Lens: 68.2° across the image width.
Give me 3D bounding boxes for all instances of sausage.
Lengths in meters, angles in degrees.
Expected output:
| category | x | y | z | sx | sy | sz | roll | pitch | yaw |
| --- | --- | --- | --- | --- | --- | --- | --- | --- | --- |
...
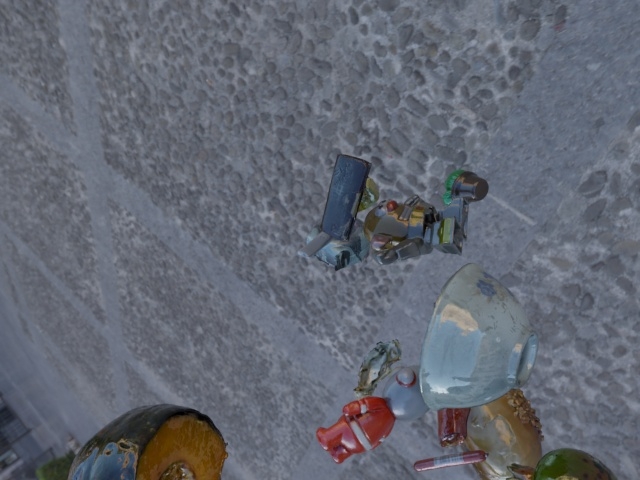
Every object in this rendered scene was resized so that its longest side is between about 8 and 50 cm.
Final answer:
| category | x | y | z | sx | sy | sz | roll | pitch | yaw |
| --- | --- | --- | --- | --- | --- | --- | --- | --- | --- |
| sausage | 0.363 | 0.625 | 1.337 | 0.253 | 0.034 | 0.034 | -30 | 95 | 36 |

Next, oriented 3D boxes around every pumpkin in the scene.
| category | x | y | z | sx | sy | sz | roll | pitch | yaw |
| --- | --- | --- | --- | --- | --- | --- | --- | --- | --- |
| pumpkin | -0.369 | 0.486 | 1.011 | 0.225 | 0.303 | 0.256 | -16 | 73 | 19 |

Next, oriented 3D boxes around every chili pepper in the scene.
| category | x | y | z | sx | sy | sz | roll | pitch | yaw |
| --- | --- | --- | --- | --- | --- | --- | --- | --- | --- |
| chili pepper | 0.335 | 0.419 | 1.194 | 0.084 | 0.192 | 0.086 | 27 | 142 | -20 |

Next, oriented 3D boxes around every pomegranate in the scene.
| category | x | y | z | sx | sy | sz | roll | pitch | yaw |
| --- | --- | --- | --- | --- | --- | --- | --- | --- | --- |
| pomegranate | 0.457 | 0.467 | 0.887 | 0.205 | 0.159 | 0.159 | -6 | 112 | 45 |

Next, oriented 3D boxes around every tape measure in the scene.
| category | x | y | z | sx | sy | sz | roll | pitch | yaw |
| --- | --- | --- | --- | --- | --- | --- | --- | --- | --- |
| tape measure | 0.081 | 0.009 | 2.044 | 0.256 | 0.275 | 0.147 | 28 | 135 | 40 |

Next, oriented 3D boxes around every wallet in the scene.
| category | x | y | z | sx | sy | sz | roll | pitch | yaw |
| --- | --- | --- | --- | --- | --- | --- | --- | --- | --- |
| wallet | 0.063 | -0.120 | 1.318 | 0.122 | 0.031 | 0.232 | 27 | 108 | 43 |

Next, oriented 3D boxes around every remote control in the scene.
| category | x | y | z | sx | sy | sz | roll | pitch | yaw |
| --- | --- | --- | --- | --- | --- | --- | --- | --- | --- |
| remote control | 0.000 | 0.000 | 1.501 | 0.050 | 0.184 | 0.027 | 22 | 130 | 28 |

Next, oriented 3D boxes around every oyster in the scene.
| category | x | y | z | sx | sy | sz | roll | pitch | yaw |
| --- | --- | --- | --- | --- | --- | --- | --- | --- | --- |
| oyster | 0.243 | 0.518 | 1.904 | 0.094 | 0.166 | 0.294 | 29 | 122 | -22 |

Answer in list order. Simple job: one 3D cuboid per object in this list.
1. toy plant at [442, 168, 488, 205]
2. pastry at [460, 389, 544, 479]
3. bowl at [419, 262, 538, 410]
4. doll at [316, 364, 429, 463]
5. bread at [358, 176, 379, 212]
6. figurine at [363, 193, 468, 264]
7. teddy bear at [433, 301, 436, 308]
| category | x | y | z | sx | sy | sz | roll | pitch | yaw |
| --- | --- | --- | --- | --- | --- | --- | --- | --- | --- |
| toy plant | 0.482 | -0.177 | 1.621 | 0.105 | 0.143 | 0.200 | 34 | 175 | -23 |
| pastry | 0.549 | 0.579 | 1.497 | 0.409 | 0.245 | 0.409 | 64 | 179 | 2 |
| bowl | 0.332 | 0.207 | 0.920 | 0.146 | 0.313 | 0.313 | 12 | 124 | 40 |
| doll | 0.152 | 0.375 | 1.070 | 0.105 | 0.336 | 0.199 | 52 | 172 | 50 |
| bread | 0.117 | -0.136 | 1.538 | 0.156 | 0.110 | 0.103 | -28 | 116 | 9 |
| figurine | 0.259 | -0.036 | 1.340 | 0.285 | 0.342 | 0.167 | 1 | 101 | 31 |
| teddy bear | 0.431 | 0.263 | 1.614 | 0.119 | 0.078 | 0.160 | 25 | 118 | 45 |
